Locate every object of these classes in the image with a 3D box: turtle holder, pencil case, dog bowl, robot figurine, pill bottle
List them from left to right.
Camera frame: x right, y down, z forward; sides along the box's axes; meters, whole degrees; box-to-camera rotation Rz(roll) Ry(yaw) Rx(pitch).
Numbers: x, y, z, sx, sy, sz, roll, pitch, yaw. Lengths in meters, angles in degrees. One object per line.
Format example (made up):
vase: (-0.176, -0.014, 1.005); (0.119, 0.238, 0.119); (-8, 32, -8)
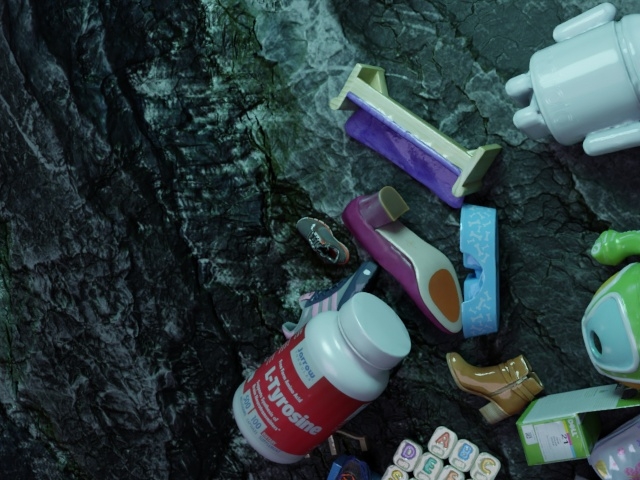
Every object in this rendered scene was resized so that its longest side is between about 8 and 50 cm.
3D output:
pill bottle: (0.005, 0.307, 1.902); (0.408, 0.229, 0.229); (-45, 78, 26)
dog bowl: (0.347, 0.066, 1.821); (0.074, 0.166, 0.297); (0, 98, 15)
robot figurine: (0.546, -0.309, 1.632); (0.353, 0.199, 0.300); (-20, 74, 27)
turtle holder: (0.627, 0.144, 1.646); (0.227, 0.243, 0.320); (-28, 94, 44)
pencil case: (0.679, 0.399, 1.722); (0.124, 0.113, 0.273); (30, 119, -20)

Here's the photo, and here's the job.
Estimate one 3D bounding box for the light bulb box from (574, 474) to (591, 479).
light bulb box: (0.633, 0.728, 1.693); (0.361, 0.225, 0.358); (16, 124, 24)

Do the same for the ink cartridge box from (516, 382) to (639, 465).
ink cartridge box: (0.558, 0.374, 1.742); (0.255, 0.189, 0.097); (-16, 90, 27)

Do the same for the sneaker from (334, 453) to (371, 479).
sneaker: (0.055, 0.613, 2.016); (0.083, 0.087, 0.221); (26, 109, 20)

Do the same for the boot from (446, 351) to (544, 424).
boot: (0.390, 0.298, 1.886); (0.152, 0.073, 0.197); (-41, 85, 23)

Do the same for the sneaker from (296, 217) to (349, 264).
sneaker: (0.000, 0.000, 2.032); (0.158, 0.065, 0.061); (38, 112, 16)

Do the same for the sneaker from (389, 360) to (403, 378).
sneaker: (0.088, 0.336, 2.023); (0.267, 0.101, 0.106); (-45, 75, 25)

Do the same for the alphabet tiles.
alphabet tiles: (0.285, 0.593, 1.961); (0.284, 0.021, 0.278); (29, 93, 17)

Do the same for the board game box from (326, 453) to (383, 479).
board game box: (0.096, 0.729, 2.101); (0.242, 0.064, 0.317); (25, 108, 21)

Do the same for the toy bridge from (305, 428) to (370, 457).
toy bridge: (0.032, 0.507, 2.119); (0.188, 0.026, 0.063); (-14, 89, 28)

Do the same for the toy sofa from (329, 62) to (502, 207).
toy sofa: (0.197, -0.223, 1.851); (0.362, 0.150, 0.177); (38, 111, 16)

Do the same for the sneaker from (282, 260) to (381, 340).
sneaker: (0.018, 0.150, 2.021); (0.131, 0.112, 0.319); (41, 112, 12)

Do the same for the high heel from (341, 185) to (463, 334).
high heel: (0.191, 0.057, 1.948); (0.181, 0.127, 0.377); (-27, 90, 56)
